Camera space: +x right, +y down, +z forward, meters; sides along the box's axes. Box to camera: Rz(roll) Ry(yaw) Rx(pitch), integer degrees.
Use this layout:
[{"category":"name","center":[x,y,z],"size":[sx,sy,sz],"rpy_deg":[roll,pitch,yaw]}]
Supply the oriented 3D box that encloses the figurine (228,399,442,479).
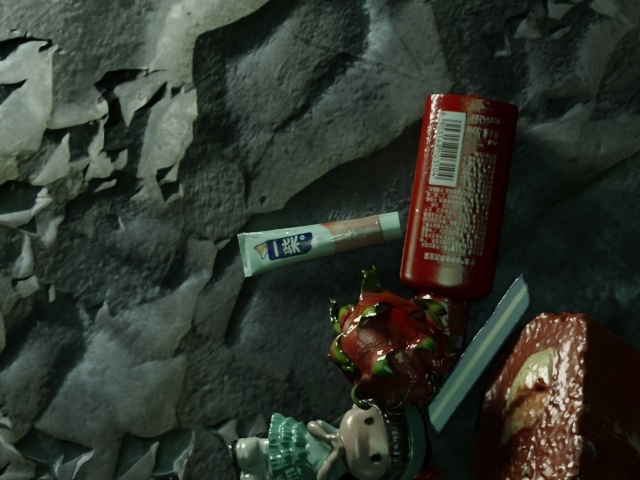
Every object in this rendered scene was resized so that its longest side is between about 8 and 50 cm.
[{"category":"figurine","center":[0.019,0.267,1.657],"size":[0.246,0.110,0.137],"rpy_deg":[-11,87,5]}]

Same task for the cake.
[{"category":"cake","center":[0.276,0.225,1.583],"size":[0.151,0.177,0.283],"rpy_deg":[34,49,-33]}]

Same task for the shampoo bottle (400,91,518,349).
[{"category":"shampoo bottle","center":[0.167,-0.024,1.693],"size":[0.118,0.076,0.314],"rpy_deg":[8,85,0]}]

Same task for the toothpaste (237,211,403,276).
[{"category":"toothpaste","center":[0.000,0.000,1.715],"size":[0.205,0.036,0.056],"rpy_deg":[-11,84,4]}]

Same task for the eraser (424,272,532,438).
[{"category":"eraser","center":[0.194,0.142,1.675],"size":[0.036,0.082,0.225],"rpy_deg":[36,87,7]}]

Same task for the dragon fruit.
[{"category":"dragon fruit","center":[0.071,0.112,1.618],"size":[0.135,0.236,0.137],"rpy_deg":[21,109,-30]}]
